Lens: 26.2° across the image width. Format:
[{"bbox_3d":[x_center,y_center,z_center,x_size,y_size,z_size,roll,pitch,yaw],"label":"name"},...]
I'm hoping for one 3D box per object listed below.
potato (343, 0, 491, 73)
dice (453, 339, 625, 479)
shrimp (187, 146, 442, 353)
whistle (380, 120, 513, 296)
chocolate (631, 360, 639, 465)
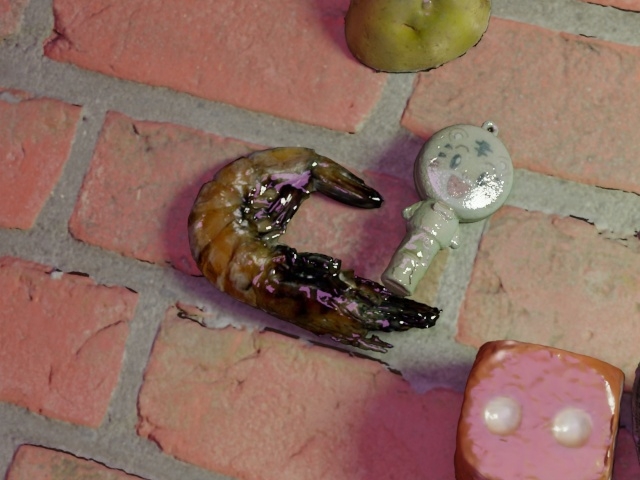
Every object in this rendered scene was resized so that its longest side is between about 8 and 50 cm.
[{"bbox_3d":[0.119,-0.320,1.794,0.202,0.117,0.182,-10,77,10],"label":"potato"},{"bbox_3d":[0.258,0.220,1.593,0.179,0.174,0.175,12,78,17],"label":"dice"},{"bbox_3d":[0.000,0.000,1.769,0.364,0.071,0.233,20,75,18],"label":"shrimp"},{"bbox_3d":[0.156,-0.044,1.721,0.126,0.067,0.258,32,72,-1],"label":"whistle"},{"bbox_3d":[0.452,0.213,1.555,0.147,0.221,0.221,-4,75,-3],"label":"chocolate"}]
